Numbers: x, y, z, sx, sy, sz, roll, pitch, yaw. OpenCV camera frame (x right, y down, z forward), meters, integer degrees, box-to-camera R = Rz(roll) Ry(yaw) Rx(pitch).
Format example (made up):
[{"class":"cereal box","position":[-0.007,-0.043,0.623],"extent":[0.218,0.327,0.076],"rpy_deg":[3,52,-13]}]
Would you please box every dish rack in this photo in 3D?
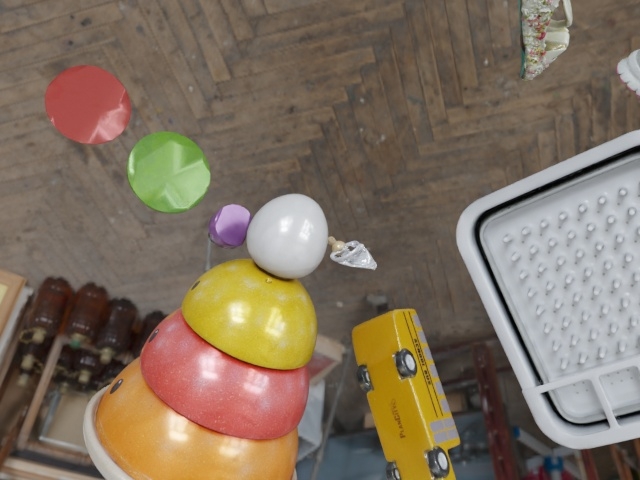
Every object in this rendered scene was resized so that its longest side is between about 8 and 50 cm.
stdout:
[{"class":"dish rack","position":[0.346,0.061,0.848],"extent":[0.285,0.072,0.333],"rpy_deg":[-25,90,29]}]

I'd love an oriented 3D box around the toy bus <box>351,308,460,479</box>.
[{"class":"toy bus","position":[0.162,0.300,1.318],"extent":[0.108,0.333,0.130],"rpy_deg":[-27,161,31]}]

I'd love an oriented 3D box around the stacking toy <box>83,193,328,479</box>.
[{"class":"stacking toy","position":[-0.117,0.148,1.078],"extent":[0.350,0.350,0.480],"rpy_deg":[22,102,-17]}]

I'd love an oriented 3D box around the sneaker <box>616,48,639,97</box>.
[{"class":"sneaker","position":[0.559,-0.218,1.044],"extent":[0.103,0.252,0.111],"rpy_deg":[-20,152,-38]}]

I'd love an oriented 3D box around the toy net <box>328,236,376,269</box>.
[{"class":"toy net","position":[0.000,0.000,1.349],"extent":[0.232,0.122,0.045],"rpy_deg":[22,113,27]}]

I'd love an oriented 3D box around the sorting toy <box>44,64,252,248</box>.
[{"class":"sorting toy","position":[-0.270,-0.108,1.111],"extent":[0.365,0.127,0.126],"rpy_deg":[40,154,-15]}]

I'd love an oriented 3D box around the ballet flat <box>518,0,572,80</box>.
[{"class":"ballet flat","position":[0.338,-0.317,1.075],"extent":[0.077,0.091,0.241],"rpy_deg":[6,162,18]}]
